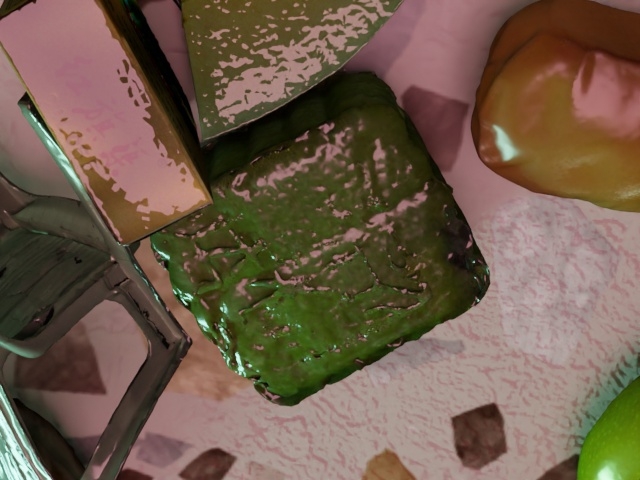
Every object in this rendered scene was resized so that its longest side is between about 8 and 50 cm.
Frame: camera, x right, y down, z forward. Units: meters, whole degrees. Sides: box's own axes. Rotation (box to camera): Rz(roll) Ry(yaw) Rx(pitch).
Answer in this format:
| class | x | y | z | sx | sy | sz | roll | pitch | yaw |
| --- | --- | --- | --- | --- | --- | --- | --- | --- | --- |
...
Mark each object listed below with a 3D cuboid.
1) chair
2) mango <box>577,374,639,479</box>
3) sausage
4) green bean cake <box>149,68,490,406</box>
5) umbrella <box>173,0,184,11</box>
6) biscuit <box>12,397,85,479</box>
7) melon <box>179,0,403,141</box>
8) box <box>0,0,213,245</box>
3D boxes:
| class | x | y | z | sx | sy | sz | roll | pitch | yaw |
| --- | --- | --- | --- | --- | --- | --- | --- | --- | --- |
| chair | -0.222 | 0.048 | 0.837 | 0.190 | 0.203 | 0.274 | -54 | 131 | -23 |
| mango | 0.338 | 0.152 | 0.987 | 0.293 | 0.143 | 0.175 | -28 | 118 | 21 |
| sausage | 0.227 | -0.091 | 0.882 | 0.241 | 0.120 | 0.136 | 9 | 128 | -6 |
| green bean cake | 0.000 | 0.000 | 0.918 | 0.214 | 0.113 | 0.200 | -27 | 115 | 10 |
| umbrella | -0.171 | -0.254 | 0.842 | 0.044 | 0.044 | 0.269 | -5 | 125 | 50 |
| biscuit | -0.337 | 0.258 | 1.026 | 0.332 | 0.103 | 0.332 | -1 | 113 | -2 |
| melon | -0.004 | -0.182 | 0.881 | 0.262 | 0.053 | 0.114 | -38 | 99 | 9 |
| box | -0.139 | -0.110 | 0.794 | 0.071 | 0.240 | 0.159 | -29 | 113 | 2 |
